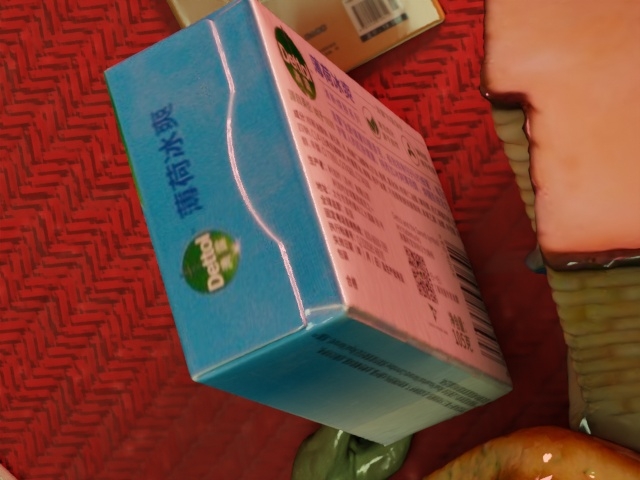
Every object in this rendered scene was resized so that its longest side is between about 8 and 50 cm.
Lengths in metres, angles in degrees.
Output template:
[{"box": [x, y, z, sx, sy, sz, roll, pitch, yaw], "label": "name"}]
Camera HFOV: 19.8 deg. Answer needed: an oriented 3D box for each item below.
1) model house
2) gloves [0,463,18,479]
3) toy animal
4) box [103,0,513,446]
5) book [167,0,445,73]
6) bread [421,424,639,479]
[{"box": [0.158, -0.009, 0.775, 0.166, 0.183, 0.172, -4, 139, 11], "label": "model house"}, {"box": [-0.162, 0.141, 0.945, 0.081, 0.037, 0.044, 27, 70, 12], "label": "gloves"}, {"box": [0.014, 0.131, 0.880, 0.069, 0.086, 0.220, 14, 101, -31], "label": "toy animal"}, {"box": [0.000, 0.000, 0.773, 0.073, 0.194, 0.139, -26, 67, 17], "label": "box"}, {"box": [-0.030, -0.153, 0.865, 0.118, 0.012, 0.172, -26, 95, 16], "label": "book"}, {"box": [0.137, 0.177, 0.790, 0.234, 0.111, 0.184, 26, 145, -17], "label": "bread"}]
